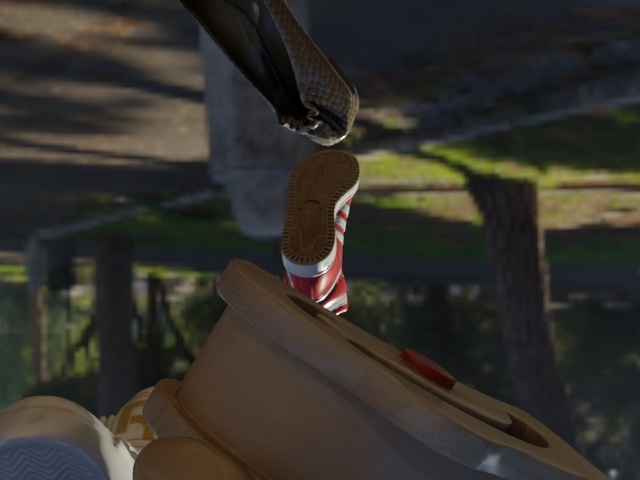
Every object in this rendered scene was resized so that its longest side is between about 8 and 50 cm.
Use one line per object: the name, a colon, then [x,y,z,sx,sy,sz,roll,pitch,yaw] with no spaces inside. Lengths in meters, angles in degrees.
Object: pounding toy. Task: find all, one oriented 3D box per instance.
pounding toy: [-0.002,0.114,0.656,0.269,0.155,0.154,27,-175,-46]

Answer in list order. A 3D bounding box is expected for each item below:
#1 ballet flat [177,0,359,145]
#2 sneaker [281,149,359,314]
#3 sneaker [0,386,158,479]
ballet flat: [-0.060,-0.167,1.170,0.084,0.058,0.250,-17,121,42]
sneaker: [0.000,0.000,0.919,0.042,0.067,0.118,5,-141,10]
sneaker: [-0.133,0.144,0.926,0.108,0.169,0.292,-1,139,8]
